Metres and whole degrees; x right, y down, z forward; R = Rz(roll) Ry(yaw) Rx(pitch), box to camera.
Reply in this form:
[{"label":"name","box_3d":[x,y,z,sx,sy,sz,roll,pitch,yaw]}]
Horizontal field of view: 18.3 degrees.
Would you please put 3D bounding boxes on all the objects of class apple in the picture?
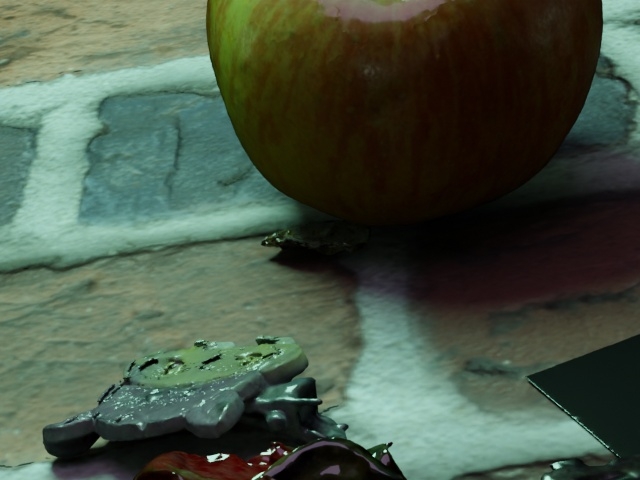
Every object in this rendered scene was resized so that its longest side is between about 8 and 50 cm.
[{"label":"apple","box_3d":[0.060,-0.143,1.487,0.302,0.301,0.301,-8,27,4]}]

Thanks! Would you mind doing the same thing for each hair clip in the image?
[{"label":"hair clip","box_3d":[-0.068,0.100,1.270,0.187,0.056,0.146,5,24,32]}]

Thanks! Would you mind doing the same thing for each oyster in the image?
[{"label":"oyster","box_3d":[-0.003,0.000,1.473,0.083,0.019,0.054,0,16,4]}]

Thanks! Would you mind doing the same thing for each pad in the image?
[{"label":"pad","box_3d":[0.243,0.083,1.254,0.190,0.004,0.127,-18,29,-18]}]

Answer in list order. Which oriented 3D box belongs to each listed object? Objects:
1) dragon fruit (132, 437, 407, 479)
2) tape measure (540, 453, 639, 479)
[{"label":"dragon fruit","box_3d":[-0.046,0.219,0.841,0.244,0.244,0.299,0,48,19]},{"label":"tape measure","box_3d":[0.144,0.238,0.722,0.114,0.253,0.260,-8,22,-7]}]
